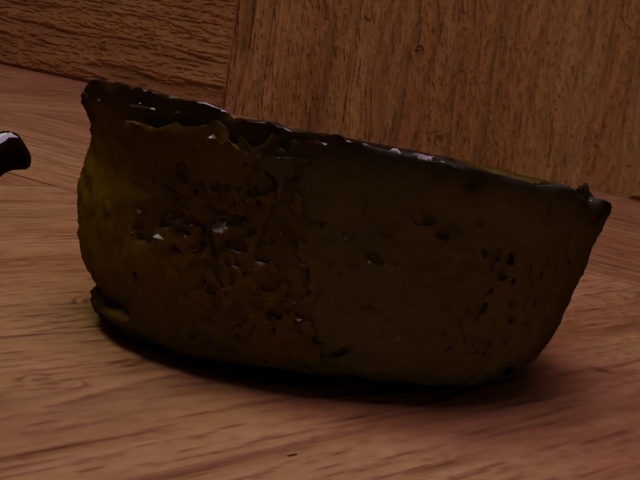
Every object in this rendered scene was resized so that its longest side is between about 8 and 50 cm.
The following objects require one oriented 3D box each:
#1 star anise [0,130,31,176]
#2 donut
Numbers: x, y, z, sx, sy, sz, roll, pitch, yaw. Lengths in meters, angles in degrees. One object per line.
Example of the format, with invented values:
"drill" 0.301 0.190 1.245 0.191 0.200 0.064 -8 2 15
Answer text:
"star anise" -0.213 -0.016 0.373 0.220 0.125 0.190 -12 -23 5
"donut" 0.000 0.000 0.632 0.272 0.107 0.272 13 4 -1
